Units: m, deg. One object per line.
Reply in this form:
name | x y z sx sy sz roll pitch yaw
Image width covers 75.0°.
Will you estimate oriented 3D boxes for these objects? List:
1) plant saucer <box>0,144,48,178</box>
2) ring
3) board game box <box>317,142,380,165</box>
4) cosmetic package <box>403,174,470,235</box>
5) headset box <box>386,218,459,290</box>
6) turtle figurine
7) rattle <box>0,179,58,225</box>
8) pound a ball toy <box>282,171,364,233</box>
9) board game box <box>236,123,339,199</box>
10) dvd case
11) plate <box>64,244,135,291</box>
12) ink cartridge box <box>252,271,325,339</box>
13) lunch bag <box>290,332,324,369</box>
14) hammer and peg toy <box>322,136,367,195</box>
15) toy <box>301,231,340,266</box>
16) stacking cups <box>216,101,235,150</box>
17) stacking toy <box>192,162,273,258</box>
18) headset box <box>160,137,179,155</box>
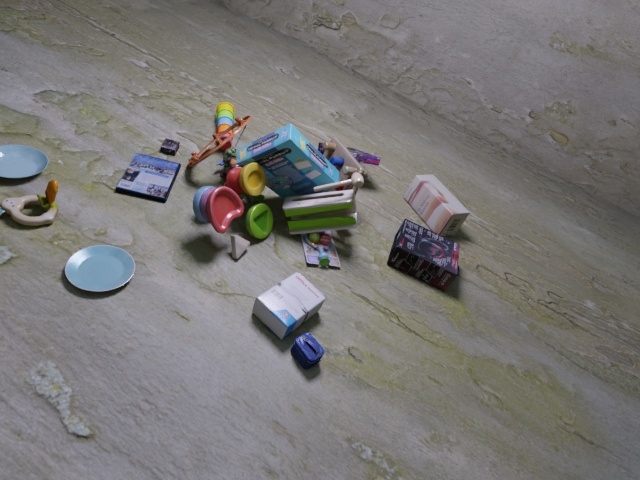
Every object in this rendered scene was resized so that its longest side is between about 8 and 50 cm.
plant saucer | -1.059 -0.264 1.450 0.194 0.037 0.195 13 40 -11
ring | -0.427 -0.421 1.732 0.032 0.336 0.337 51 32 -24
board game box | 0.135 -0.437 2.092 0.208 0.056 0.347 1 18 -19
cosmetic package | 0.558 -0.174 2.026 0.129 0.153 0.296 -6 46 -31
headset box | 0.447 0.061 1.740 0.293 0.110 0.218 25 40 2
turtle figurine | -0.296 -0.301 1.702 0.274 0.198 0.266 -20 65 2
rattle | -0.928 -0.123 1.282 0.199 0.143 0.130 10 59 -24
pound a ball toy | 0.018 -0.155 1.608 0.319 0.208 0.136 -6 33 10
board game box | -0.118 -0.284 1.628 0.336 0.253 0.079 36 46 -48
dvd case | -0.666 -0.249 1.633 0.180 0.022 0.253 13 40 -13
plate | -0.661 0.087 1.257 0.188 0.024 0.188 13 40 -11
ink cartridge box | -0.100 0.206 1.342 0.139 0.082 0.190 40 41 19
lunch bag | -0.036 0.331 1.246 0.067 0.065 0.098 -22 57 -41
hammer and peg toy | 0.092 -0.250 1.802 0.127 0.266 0.361 2 42 -39
toy | 0.000 0.000 1.641 0.136 0.056 0.237 8 42 -20
stacking cups | -0.454 -0.550 2.016 0.096 0.096 0.316 5 44 -21
stacking toy | -0.317 -0.109 1.514 0.130 0.280 0.309 5 33 32
headset box | -0.651 -0.402 1.802 0.062 0.032 0.083 14 39 -11
